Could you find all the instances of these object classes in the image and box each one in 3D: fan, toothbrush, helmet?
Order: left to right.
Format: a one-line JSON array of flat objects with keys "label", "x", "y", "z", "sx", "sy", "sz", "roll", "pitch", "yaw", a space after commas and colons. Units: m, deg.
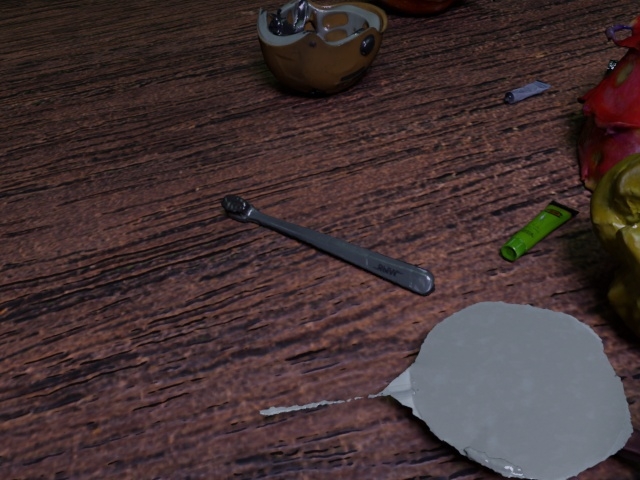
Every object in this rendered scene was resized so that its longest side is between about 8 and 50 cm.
[{"label": "toothbrush", "x": 0.000, "y": 0.000, "z": 0.665, "sx": 0.297, "sy": 0.030, "sz": 0.030, "roll": 22, "pitch": 75, "yaw": 25}, {"label": "helmet", "x": 0.001, "y": -0.320, "z": 0.934, "sx": 0.224, "sy": 0.130, "sz": 0.198, "roll": -23, "pitch": 49, "yaw": -32}, {"label": "fan", "x": 0.098, "y": 0.131, "z": 0.484, "sx": 0.309, "sy": 0.010, "sz": 0.182, "roll": -8, "pitch": 40, "yaw": 5}]

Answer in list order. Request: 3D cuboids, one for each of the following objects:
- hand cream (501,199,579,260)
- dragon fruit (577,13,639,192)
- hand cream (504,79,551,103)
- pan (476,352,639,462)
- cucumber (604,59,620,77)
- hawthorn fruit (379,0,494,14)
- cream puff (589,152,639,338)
[{"label": "hand cream", "x": 0.257, "y": -0.014, "z": 0.654, "sx": 0.121, "sy": 0.023, "sz": 0.036, "roll": -31, "pitch": 45, "yaw": -30}, {"label": "dragon fruit", "x": 0.508, "y": -0.168, "z": 0.644, "sx": 0.370, "sy": 0.249, "sz": 0.386, "roll": 0, "pitch": 41, "yaw": 13}, {"label": "hand cream", "x": 0.329, "y": -0.239, "z": 0.895, "sx": 0.093, "sy": 0.019, "sz": 0.030, "roll": -23, "pitch": 43, "yaw": -27}, {"label": "pan", "x": 0.229, "y": 0.148, "z": 0.468, "sx": 0.114, "sy": 0.040, "sz": 0.212, "roll": -31, "pitch": 41, "yaw": -25}, {"label": "cucumber", "x": 0.526, "y": -0.263, "z": 0.883, "sx": 0.133, "sy": 0.032, "sz": 0.032, "roll": 14, "pitch": 47, "yaw": 21}, {"label": "hawthorn fruit", "x": 0.222, "y": -0.556, "z": 1.101, "sx": 0.254, "sy": 0.254, "sz": 0.300, "roll": -38, "pitch": 78, "yaw": -30}, {"label": "cream puff", "x": 0.351, "y": 0.018, "z": 0.507, "sx": 0.220, "sy": 0.195, "sz": 0.195, "roll": 26, "pitch": 51, "yaw": 16}]
